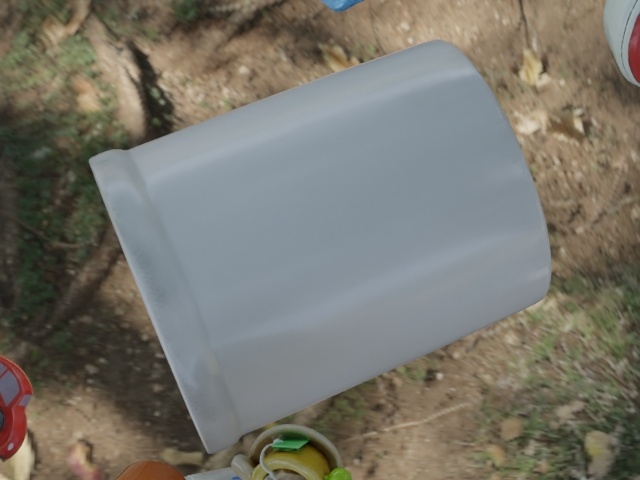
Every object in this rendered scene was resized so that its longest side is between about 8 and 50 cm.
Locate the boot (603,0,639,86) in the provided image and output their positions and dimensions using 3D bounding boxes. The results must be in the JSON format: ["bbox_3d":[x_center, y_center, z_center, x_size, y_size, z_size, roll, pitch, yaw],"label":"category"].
[{"bbox_3d":[0.263,-0.124,0.596,0.244,0.088,0.176,-38,49,7],"label":"boot"}]

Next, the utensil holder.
[{"bbox_3d":[0.000,0.000,1.372,0.385,0.327,0.327,-21,74,-8],"label":"utensil holder"}]

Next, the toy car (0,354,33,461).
[{"bbox_3d":[-0.307,0.042,1.114,0.053,0.225,0.239,-24,46,-14],"label":"toy car"}]

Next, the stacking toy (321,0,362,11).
[{"bbox_3d":[-0.033,-0.439,1.632,0.175,0.302,0.166,-49,34,10],"label":"stacking toy"}]

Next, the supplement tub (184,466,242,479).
[{"bbox_3d":[-0.105,0.294,1.506,0.107,0.071,0.071,-7,75,-27],"label":"supplement tub"}]

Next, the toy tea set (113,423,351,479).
[{"bbox_3d":[-0.062,0.276,1.146,0.336,0.124,0.200,-18,109,22],"label":"toy tea set"}]
